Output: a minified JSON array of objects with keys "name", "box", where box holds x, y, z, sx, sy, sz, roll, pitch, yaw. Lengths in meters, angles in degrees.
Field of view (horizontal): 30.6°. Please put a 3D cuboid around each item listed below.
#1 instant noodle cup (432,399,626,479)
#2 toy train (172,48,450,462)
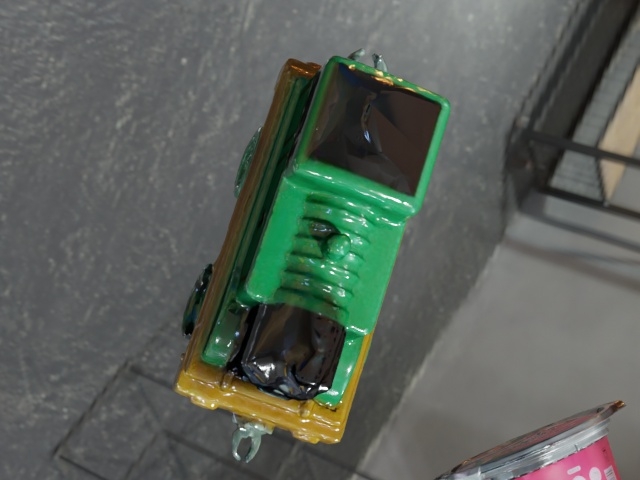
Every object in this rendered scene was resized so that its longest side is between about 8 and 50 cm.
[{"name":"instant noodle cup","box":[0.328,0.364,1.648,0.302,0.181,0.258,-23,171,0]},{"name":"toy train","box":[0.000,0.000,1.098,0.249,0.178,0.429,145,-37,-73]}]
